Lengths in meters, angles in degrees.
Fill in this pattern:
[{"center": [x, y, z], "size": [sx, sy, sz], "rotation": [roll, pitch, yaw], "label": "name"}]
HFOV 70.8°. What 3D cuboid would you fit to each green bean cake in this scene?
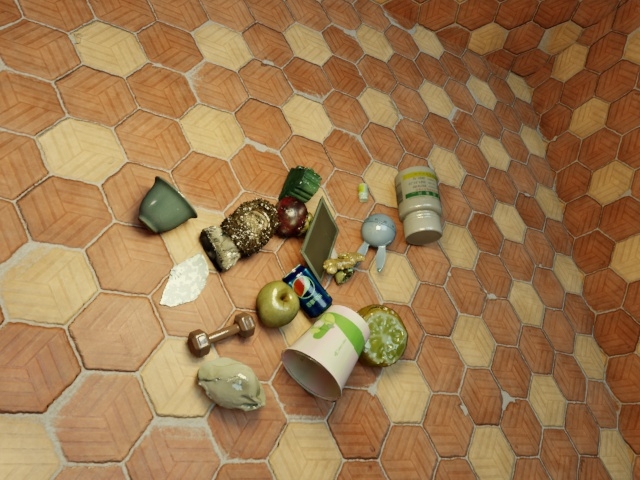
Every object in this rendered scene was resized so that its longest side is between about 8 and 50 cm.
[{"center": [-0.072, -0.249, 1.886], "size": [0.107, 0.208, 0.193], "rotation": [30, 57, -19], "label": "green bean cake"}]

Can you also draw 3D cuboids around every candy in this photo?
[{"center": [0.230, 0.384, 1.817], "size": [0.260, 0.118, 0.260], "rotation": [11, 64, -24], "label": "candy"}]

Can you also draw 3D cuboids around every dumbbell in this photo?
[{"center": [-0.332, 0.318, 1.533], "size": [0.231, 0.082, 0.092], "rotation": [-16, 78, -35], "label": "dumbbell"}]

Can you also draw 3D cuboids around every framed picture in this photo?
[{"center": [0.000, 0.000, 1.844], "size": [0.231, 0.018, 0.293], "rotation": [62, 39, -45], "label": "framed picture"}]

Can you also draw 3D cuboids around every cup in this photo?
[{"center": [-0.551, -0.102, 1.564], "size": [0.199, 0.199, 0.150], "rotation": [44, 71, -6], "label": "cup"}, {"center": [0.035, 0.389, 1.609], "size": [0.253, 0.253, 0.274], "rotation": [47, 54, -3], "label": "cup"}]

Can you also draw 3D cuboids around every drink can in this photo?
[{"center": [-0.052, 0.195, 1.739], "size": [0.205, 0.118, 0.118], "rotation": [50, 53, 1], "label": "drink can"}]

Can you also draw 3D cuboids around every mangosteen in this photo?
[{"center": [-0.109, -0.088, 1.813], "size": [0.180, 0.166, 0.166], "rotation": [27, 56, -12], "label": "mangosteen"}]

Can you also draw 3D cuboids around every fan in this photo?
[{"center": [-0.471, 0.142, 1.580], "size": [0.131, 0.009, 0.240], "rotation": [38, 54, -10], "label": "fan"}]

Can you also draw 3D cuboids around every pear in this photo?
[{"center": [-0.159, 0.232, 1.646], "size": [0.167, 0.136, 0.167], "rotation": [16, 57, -26], "label": "pear"}]

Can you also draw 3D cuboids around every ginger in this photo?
[{"center": [0.100, 0.082, 1.861], "size": [0.176, 0.193, 0.052], "rotation": [-9, 109, 4], "label": "ginger"}]

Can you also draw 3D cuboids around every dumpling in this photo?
[{"center": [-0.280, 0.461, 1.486], "size": [0.247, 0.142, 0.172], "rotation": [30, 20, -8], "label": "dumpling"}]

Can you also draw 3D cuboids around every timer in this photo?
[{"center": [0.251, 0.006, 2.011], "size": [0.175, 0.175, 0.255], "rotation": [10, 90, -27], "label": "timer"}]

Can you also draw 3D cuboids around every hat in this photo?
[{"center": [0.093, 0.140, 1.879], "size": [0.077, 0.076, 0.059], "rotation": [-24, 61, -42], "label": "hat"}]

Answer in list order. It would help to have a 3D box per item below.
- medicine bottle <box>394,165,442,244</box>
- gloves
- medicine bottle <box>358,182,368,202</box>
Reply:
[{"center": [0.476, -0.166, 2.170], "size": [0.208, 0.208, 0.339], "rotation": [10, 62, -27], "label": "medicine bottle"}, {"center": [-0.292, -0.034, 1.689], "size": [0.312, 0.135, 0.210], "rotation": [-29, 62, -17], "label": "gloves"}, {"center": [0.202, -0.226, 2.136], "size": [0.047, 0.047, 0.083], "rotation": [14, 61, -25], "label": "medicine bottle"}]
